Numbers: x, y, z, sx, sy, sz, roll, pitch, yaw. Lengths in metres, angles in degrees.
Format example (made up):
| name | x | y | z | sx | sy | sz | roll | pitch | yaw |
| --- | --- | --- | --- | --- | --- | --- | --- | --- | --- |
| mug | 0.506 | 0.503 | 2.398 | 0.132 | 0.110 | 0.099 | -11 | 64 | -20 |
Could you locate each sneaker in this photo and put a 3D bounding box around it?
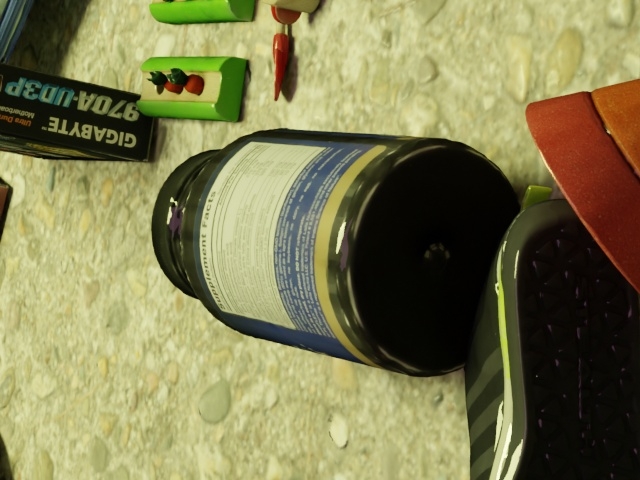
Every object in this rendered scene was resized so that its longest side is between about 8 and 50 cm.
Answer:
| name | x | y | z | sx | sy | sz | roll | pitch | yaw |
| --- | --- | --- | --- | --- | --- | --- | --- | --- | --- |
| sneaker | 0.112 | 0.091 | 0.803 | 0.097 | 0.084 | 0.234 | 174 | 102 | -80 |

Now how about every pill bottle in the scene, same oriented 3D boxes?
| name | x | y | z | sx | sy | sz | roll | pitch | yaw |
| --- | --- | --- | --- | --- | --- | --- | --- | --- | --- |
| pill bottle | 0.000 | 0.000 | 0.912 | 0.219 | 0.123 | 0.122 | 9 | 92 | 55 |

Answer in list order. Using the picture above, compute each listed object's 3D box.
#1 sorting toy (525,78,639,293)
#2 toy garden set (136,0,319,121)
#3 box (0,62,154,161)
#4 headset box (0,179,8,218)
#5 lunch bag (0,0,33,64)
| name | x | y | z | sx | sy | sz | roll | pitch | yaw |
| --- | --- | --- | --- | --- | --- | --- | --- | --- | --- |
| sorting toy | 0.212 | 0.045 | 0.649 | 0.126 | 0.127 | 0.365 | -37 | 50 | 16 |
| toy garden set | -0.061 | -0.202 | 1.094 | 0.204 | 0.049 | 0.244 | 8 | 91 | 55 |
| box | -0.256 | -0.100 | 1.201 | 0.175 | 0.220 | 0.051 | 5 | 85 | 54 |
| headset box | -0.385 | 0.020 | 1.456 | 0.218 | 0.110 | 0.293 | 32 | 110 | 52 |
| lunch bag | -0.273 | -0.222 | 1.328 | 0.219 | 0.090 | 0.176 | -62 | 21 | 24 |
